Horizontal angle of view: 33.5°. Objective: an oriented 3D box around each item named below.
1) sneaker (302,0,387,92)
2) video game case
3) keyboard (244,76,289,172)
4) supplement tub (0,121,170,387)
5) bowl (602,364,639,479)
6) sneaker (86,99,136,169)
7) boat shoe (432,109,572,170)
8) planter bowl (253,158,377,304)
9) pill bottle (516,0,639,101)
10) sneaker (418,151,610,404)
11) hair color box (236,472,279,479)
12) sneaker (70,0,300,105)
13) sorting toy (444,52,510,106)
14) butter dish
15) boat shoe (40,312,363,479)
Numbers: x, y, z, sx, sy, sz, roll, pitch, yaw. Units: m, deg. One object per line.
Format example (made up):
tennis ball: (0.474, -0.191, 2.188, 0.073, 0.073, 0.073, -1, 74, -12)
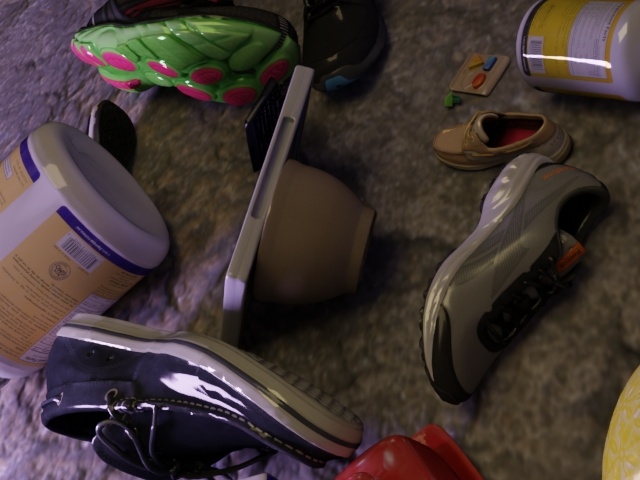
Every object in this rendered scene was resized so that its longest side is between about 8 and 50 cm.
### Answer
sneaker: (0.010, -0.347, 1.444, 0.125, 0.140, 0.340, -19, 49, 28)
video game case: (-0.063, -0.034, 1.234, 0.025, 0.204, 0.285, 16, 62, 1)
keyboard: (-0.055, -0.147, 1.340, 0.038, 0.192, 0.100, 27, 79, 5)
supplement tub: (-0.392, 0.031, 1.412, 0.331, 0.241, 0.241, -40, 40, 8)
bowl: (0.324, 0.132, 0.720, 0.290, 0.156, 0.289, -15, 45, 16)
sneaker: (-0.347, -0.115, 1.612, 0.097, 0.084, 0.234, -24, 45, 27)
boat shoe: (0.189, -0.116, 1.159, 0.170, 0.059, 0.063, 1, 59, 42)
planter bowl: (0.000, 0.000, 1.168, 0.109, 0.162, 0.162, 13, 61, 5)
pill bottle: (0.301, -0.197, 1.092, 0.184, 0.103, 0.103, 16, 70, 47)
sneaker: (0.183, 0.034, 1.014, 0.108, 0.100, 0.271, 17, 70, 42)
hair color box: (-0.105, 0.399, 0.962, 0.185, 0.110, 0.338, -20, 48, 31)
sneaker: (-0.204, -0.327, 1.584, 0.483, 0.185, 0.202, 16, 74, 46)
sorting toy: (0.181, -0.189, 1.262, 0.062, 0.012, 0.083, 21, 73, 48)
butter dish: (0.060, 0.240, 0.936, 0.160, 0.118, 0.160, -44, 40, 5)
boat shoe: (-0.146, 0.183, 1.125, 0.500, 0.187, 0.156, 3, 66, 49)
